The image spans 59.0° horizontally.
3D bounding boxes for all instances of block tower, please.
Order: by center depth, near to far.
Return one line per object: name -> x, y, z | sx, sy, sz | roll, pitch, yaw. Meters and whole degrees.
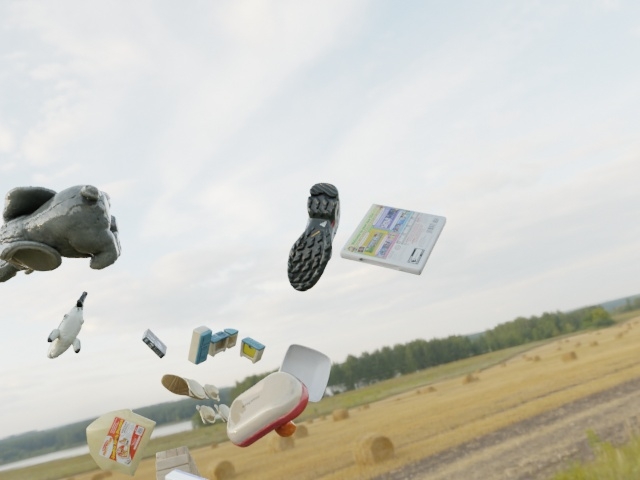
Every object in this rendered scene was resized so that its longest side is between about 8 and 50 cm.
block tower -> -0.418, 0.724, 1.709 | 0.097, 0.090, 0.335 | -10, -38, -11

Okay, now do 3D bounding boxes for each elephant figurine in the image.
elephant figurine -> -0.475, -0.006, 0.961 | 0.240, 0.185, 0.169 | -11, 21, -12

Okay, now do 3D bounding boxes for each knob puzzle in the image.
knob puzzle -> -0.641, 0.623, 1.782 | 0.213, 0.213, 0.030 | -12, -14, -7

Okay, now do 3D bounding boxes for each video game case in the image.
video game case -> 0.176, -0.008, 1.342 | 0.194, 0.212, 0.023 | 12, -49, 23

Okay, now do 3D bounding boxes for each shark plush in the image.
shark plush -> -0.574, 0.186, 1.279 | 0.073, 0.161, 0.067 | 20, -27, -33

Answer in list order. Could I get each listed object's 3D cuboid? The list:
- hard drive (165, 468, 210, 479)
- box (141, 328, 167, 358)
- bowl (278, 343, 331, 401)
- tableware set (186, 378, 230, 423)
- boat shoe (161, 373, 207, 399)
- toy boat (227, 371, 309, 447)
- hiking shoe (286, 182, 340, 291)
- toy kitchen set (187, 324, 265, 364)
hard drive -> -0.236, 0.623, 1.256 | 0.040, 0.210, 0.319 | -28, 3, -35
box -> -0.496, 0.308, 1.693 | 0.018, 0.083, 0.067 | -40, 15, 0
bowl -> -0.051, 0.370, 1.581 | 0.142, 0.141, 0.053 | 23, -24, -12
tableware set -> -0.299, 0.442, 1.543 | 0.020, 0.141, 0.169 | -41, -30, 8
boat shoe -> -0.482, 0.516, 1.995 | 0.170, 0.062, 0.059 | 27, -13, -12
toy boat -> -0.119, 0.450, 1.455 | 0.231, 0.151, 0.151 | -37, -64, 17
hiking shoe -> 0.000, 0.000, 1.540 | 0.113, 0.303, 0.132 | 15, -11, 18
toy kitchen set -> -0.311, 0.357, 1.921 | 0.166, 0.122, 0.207 | 23, 21, 27
